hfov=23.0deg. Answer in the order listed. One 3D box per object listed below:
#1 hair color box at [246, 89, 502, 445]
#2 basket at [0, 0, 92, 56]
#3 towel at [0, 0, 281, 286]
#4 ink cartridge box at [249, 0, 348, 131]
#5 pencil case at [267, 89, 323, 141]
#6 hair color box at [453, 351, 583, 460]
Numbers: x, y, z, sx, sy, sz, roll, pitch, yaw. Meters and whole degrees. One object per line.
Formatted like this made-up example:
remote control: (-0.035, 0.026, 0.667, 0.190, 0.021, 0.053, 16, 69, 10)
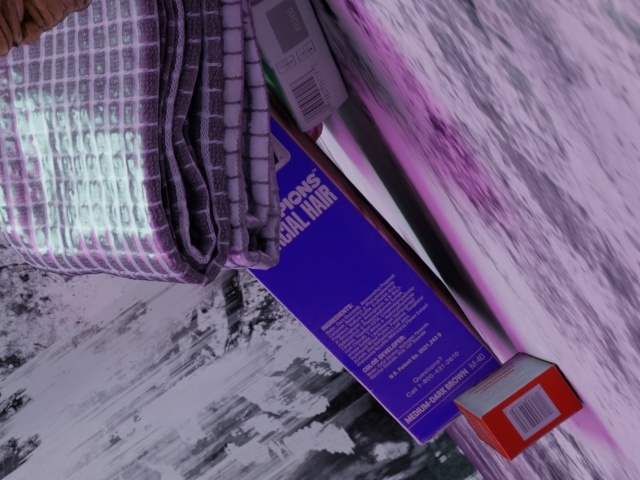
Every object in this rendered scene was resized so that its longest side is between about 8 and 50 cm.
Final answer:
hair color box: (0.000, 0.000, 1.339, 0.339, 0.110, 0.185, 45, -173, -27)
basket: (-0.290, -0.261, 0.972, 0.223, 0.213, 0.299, 15, 133, 42)
towel: (-0.145, -0.114, 1.106, 0.235, 0.121, 0.284, 2, 100, 52)
ink cartridge box: (-0.073, -0.211, 1.209, 0.225, 0.056, 0.181, 51, 175, 28)
pencil case: (-0.155, -0.203, 1.501, 0.386, 0.167, 0.160, 53, 162, 12)
hair color box: (0.154, 0.129, 1.243, 0.043, 0.072, 0.141, 55, 178, -2)
